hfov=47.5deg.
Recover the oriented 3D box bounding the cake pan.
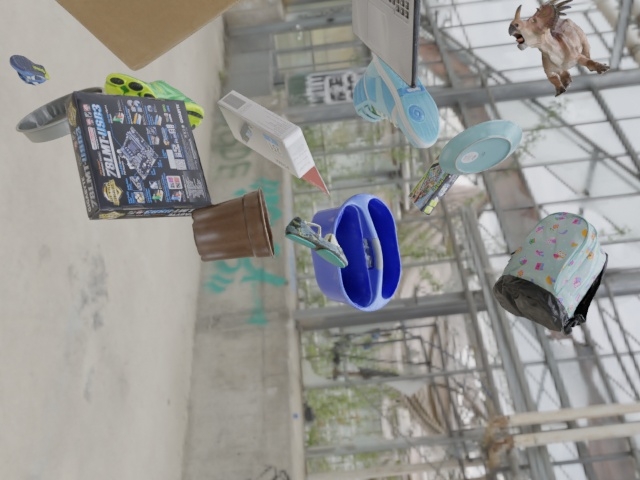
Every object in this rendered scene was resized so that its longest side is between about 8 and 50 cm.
[{"bbox_3d":[-0.787,-0.385,2.238,0.293,0.293,0.054,-94,165,-59],"label":"cake pan"}]

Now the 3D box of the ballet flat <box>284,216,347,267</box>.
[{"bbox_3d":[0.000,0.000,1.769,0.188,0.070,0.070,32,33,-28],"label":"ballet flat"}]

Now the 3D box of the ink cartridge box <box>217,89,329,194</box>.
[{"bbox_3d":[-0.125,-0.245,1.953,0.296,0.066,0.261,35,-19,39],"label":"ink cartridge box"}]

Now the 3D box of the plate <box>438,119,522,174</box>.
[{"bbox_3d":[0.347,-0.190,1.565,0.188,0.188,0.024,80,-6,-62],"label":"plate"}]

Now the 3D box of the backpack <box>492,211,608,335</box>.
[{"bbox_3d":[0.384,0.045,1.185,0.152,0.182,0.115,27,-20,46],"label":"backpack"}]

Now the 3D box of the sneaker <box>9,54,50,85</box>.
[{"bbox_3d":[-0.782,-0.447,1.935,0.053,0.059,0.144,66,10,12],"label":"sneaker"}]

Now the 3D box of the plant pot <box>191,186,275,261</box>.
[{"bbox_3d":[-0.200,-0.024,1.666,0.167,0.165,0.166,-12,90,-89],"label":"plant pot"}]

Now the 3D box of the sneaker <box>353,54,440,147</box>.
[{"bbox_3d":[0.202,-0.358,2.029,0.208,0.127,0.318,-44,-120,50],"label":"sneaker"}]

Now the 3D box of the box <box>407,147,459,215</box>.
[{"bbox_3d":[0.370,-0.190,2.305,0.207,0.036,0.114,-54,-149,14],"label":"box"}]

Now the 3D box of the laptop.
[{"bbox_3d":[0.005,-0.506,1.260,0.382,0.237,0.407,-114,-162,-57],"label":"laptop"}]

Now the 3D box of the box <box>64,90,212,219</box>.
[{"bbox_3d":[-0.425,-0.198,1.711,0.073,0.293,0.295,-30,-108,46],"label":"box"}]

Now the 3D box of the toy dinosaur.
[{"bbox_3d":[0.500,-0.419,1.520,0.200,0.127,0.296,59,28,-4],"label":"toy dinosaur"}]

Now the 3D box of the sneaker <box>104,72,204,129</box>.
[{"bbox_3d":[-0.456,-0.375,1.960,0.296,0.109,0.123,16,24,-45],"label":"sneaker"}]

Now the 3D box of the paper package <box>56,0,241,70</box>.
[{"bbox_3d":[-0.243,-0.453,1.023,0.309,0.325,0.168,43,38,-34],"label":"paper package"}]

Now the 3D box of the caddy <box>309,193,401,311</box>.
[{"bbox_3d":[0.113,0.034,2.106,0.179,0.241,0.341,2,-74,51],"label":"caddy"}]
